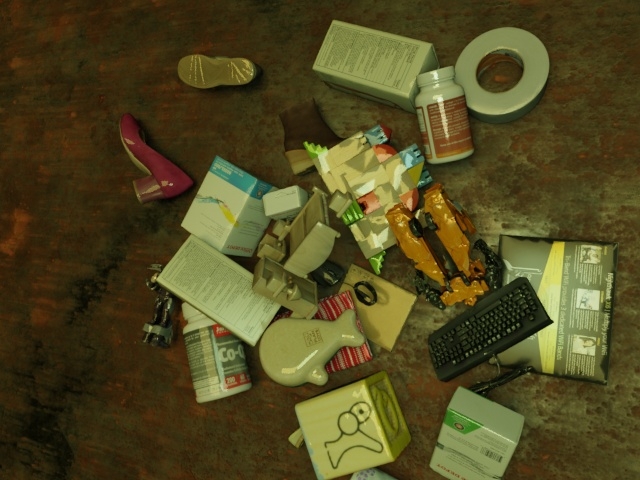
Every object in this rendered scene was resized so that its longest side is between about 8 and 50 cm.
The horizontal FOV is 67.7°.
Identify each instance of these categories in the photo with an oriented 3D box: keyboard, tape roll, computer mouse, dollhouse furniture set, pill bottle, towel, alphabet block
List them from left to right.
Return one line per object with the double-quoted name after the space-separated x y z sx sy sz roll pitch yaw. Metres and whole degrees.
-0.305 0.307 1.379 0.161 0.161 0.283 -20 77 20 "pill bottle"
-0.010 0.271 1.312 0.274 0.031 0.199 -23 80 23 "towel"
0.000 0.000 1.177 0.173 0.303 0.355 30 114 -19 "dollhouse furniture set"
0.056 0.105 1.272 0.242 0.041 0.071 25 62 40 "computer mouse"
0.084 0.450 1.178 0.197 0.193 0.192 -25 76 19 "alphabet block"
0.300 -0.306 1.170 0.121 0.121 0.216 -8 107 22 "pill bottle"
0.378 0.240 1.076 0.317 0.033 0.202 -47 49 37 "keyboard"
0.447 -0.407 1.185 0.219 0.072 0.219 -3 82 23 "tape roll"

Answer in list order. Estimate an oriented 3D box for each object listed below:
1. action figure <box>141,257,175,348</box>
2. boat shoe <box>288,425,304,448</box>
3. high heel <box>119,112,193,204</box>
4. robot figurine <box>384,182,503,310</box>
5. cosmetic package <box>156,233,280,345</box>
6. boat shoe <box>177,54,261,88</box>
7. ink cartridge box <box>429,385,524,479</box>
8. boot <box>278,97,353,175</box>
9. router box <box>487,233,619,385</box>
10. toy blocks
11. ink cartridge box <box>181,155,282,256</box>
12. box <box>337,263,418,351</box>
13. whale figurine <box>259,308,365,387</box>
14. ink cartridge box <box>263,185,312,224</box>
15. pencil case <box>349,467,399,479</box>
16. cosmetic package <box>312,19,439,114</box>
-0.490 0.189 1.513 0.185 0.099 0.285 12 85 31 "action figure"
-0.032 0.515 1.301 0.045 0.050 0.135 47 112 17 "boat shoe"
-0.556 -0.295 1.611 0.181 0.127 0.377 -19 70 -9 "high heel"
0.286 0.024 1.100 0.211 0.085 0.291 -26 103 31 "robot figurine"
-0.265 0.138 1.293 0.309 0.113 0.160 35 72 -1 "cosmetic package"
-0.321 -0.537 1.522 0.285 0.092 0.103 6 106 22 "boat shoe"
0.346 0.455 1.073 0.153 0.087 0.208 22 125 24 "ink cartridge box"
-0.002 -0.315 1.357 0.248 0.090 0.207 -16 80 25 "boot"
0.521 0.148 1.083 0.242 0.081 0.309 6 86 25 "router box"
0.165 -0.141 1.214 0.261 0.191 0.381 -29 86 9 "toy blocks"
-0.253 -0.093 1.397 0.168 0.171 0.233 31 96 23 "ink cartridge box"
0.137 0.177 1.279 0.201 0.021 0.164 26 95 23 "box"
-0.020 0.276 1.244 0.272 0.141 0.216 -22 60 -1 "whale figurine"
-0.075 -0.092 1.329 0.109 0.150 0.063 -14 74 22 "ink cartridge box"
0.190 0.651 1.153 0.273 0.113 0.124 21 112 24 "pencil case"
0.149 -0.468 1.290 0.296 0.129 0.153 27 94 24 "cosmetic package"
